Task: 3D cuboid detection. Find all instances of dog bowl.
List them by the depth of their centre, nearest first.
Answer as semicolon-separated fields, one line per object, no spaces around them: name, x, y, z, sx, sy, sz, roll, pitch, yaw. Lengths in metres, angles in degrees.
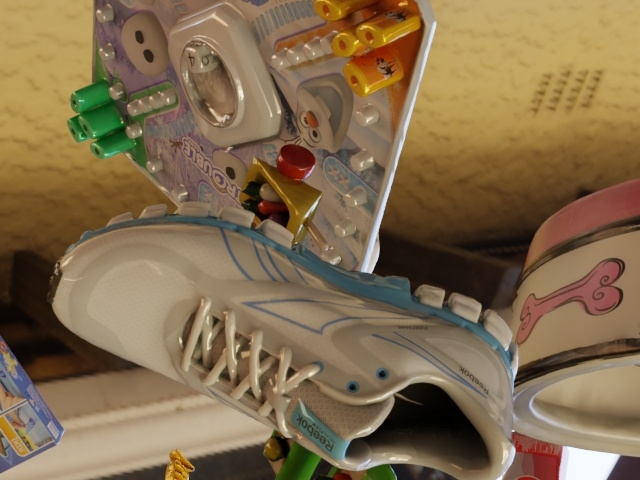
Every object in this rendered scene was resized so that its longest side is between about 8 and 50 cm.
dog bowl;0.340;0.069;0.893;0.408;0.408;0.150;8;-112;-10

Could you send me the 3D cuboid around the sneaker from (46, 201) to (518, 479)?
sneaker;-0.009;0.044;0.417;0.191;0.071;0.083;14;-151;-8

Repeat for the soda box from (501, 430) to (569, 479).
soda box;0.295;0.412;1.589;0.084;0.092;0.263;5;-110;20

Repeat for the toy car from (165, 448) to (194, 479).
toy car;-0.110;0.207;0.803;0.060;0.122;0.040;-8;-141;11

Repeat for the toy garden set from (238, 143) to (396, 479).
toy garden set;-0.022;0.075;0.781;0.049;0.203;0.244;-5;-133;-31

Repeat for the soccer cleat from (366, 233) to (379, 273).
soccer cleat;0.000;0.000;1.386;0.068;0.076;0.196;8;-170;-37

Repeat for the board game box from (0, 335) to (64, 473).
board game box;-0.374;0.150;1.136;0.136;0.201;0.035;-27;-165;9

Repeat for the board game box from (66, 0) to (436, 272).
board game box;-0.095;-0.135;0.961;0.050;0.390;0.390;-29;-121;-34
